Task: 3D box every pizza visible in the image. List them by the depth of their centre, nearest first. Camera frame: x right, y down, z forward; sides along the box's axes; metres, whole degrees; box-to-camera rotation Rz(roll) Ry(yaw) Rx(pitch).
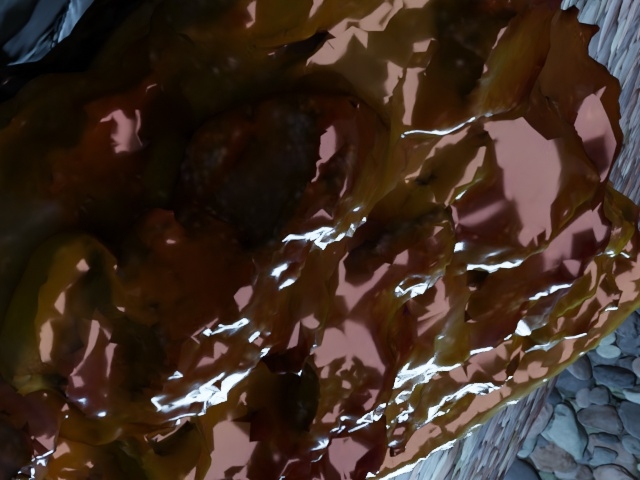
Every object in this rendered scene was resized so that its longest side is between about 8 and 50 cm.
[{"bbox_3d":[-0.001,0.002,0.547,0.408,0.114,0.278,-6,127,-50],"label":"pizza"}]
